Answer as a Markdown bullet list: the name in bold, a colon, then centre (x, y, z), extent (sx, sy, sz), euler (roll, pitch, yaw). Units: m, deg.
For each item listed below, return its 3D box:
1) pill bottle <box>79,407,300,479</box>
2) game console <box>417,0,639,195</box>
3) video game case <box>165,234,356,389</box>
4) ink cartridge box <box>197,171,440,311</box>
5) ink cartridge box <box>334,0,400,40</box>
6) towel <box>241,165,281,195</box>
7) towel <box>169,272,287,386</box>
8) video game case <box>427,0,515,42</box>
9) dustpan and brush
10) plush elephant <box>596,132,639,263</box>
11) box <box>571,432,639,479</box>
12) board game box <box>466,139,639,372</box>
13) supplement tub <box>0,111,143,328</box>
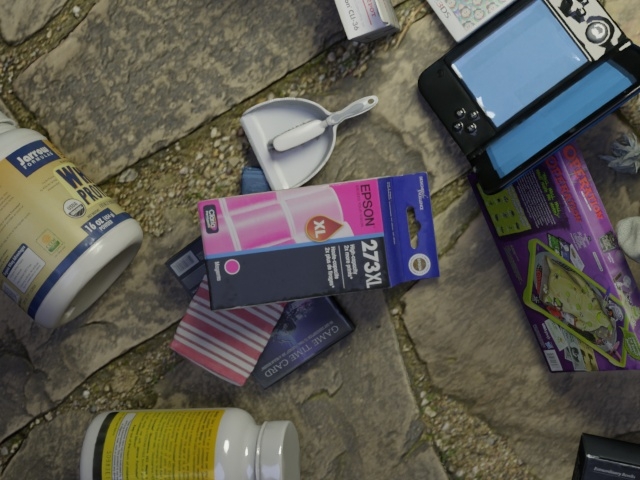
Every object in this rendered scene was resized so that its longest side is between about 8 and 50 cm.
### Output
- **pill bottle**: centre (-0.210, 0.372, 1.612), extent (0.334, 0.188, 0.187), euler (-3, 98, 11)
- **game console**: centre (0.302, -0.236, 1.404), extent (0.293, 0.173, 0.250), euler (-36, 77, 13)
- **video game case**: centre (-0.100, 0.090, 1.612), extent (0.196, 0.026, 0.274), euler (-35, 98, 17)
- **ink cartridge box**: centre (0.000, 0.000, 1.537), extent (0.371, 0.069, 0.175), euler (-8, 94, -3)
- **ink cartridge box**: centre (0.061, -0.358, 1.441), extent (0.067, 0.198, 0.115), euler (-19, 95, 13)
- **towel**: centre (-0.097, -0.062, 1.604), extent (0.067, 0.029, 0.119), euler (3, 99, 10)
- **towel**: centre (-0.148, 0.131, 1.607), extent (0.144, 0.029, 0.197), euler (28, 106, 1)
- **video game case**: centre (0.232, -0.404, 1.483), extent (0.157, 0.019, 0.143), euler (-36, 81, 14)
- **dustpan and brush**: centre (-0.007, -0.179, 1.551), extent (0.211, 0.060, 0.147), euler (-25, 92, -2)
- **plush elephant**: centre (0.553, -0.045, 1.369), extent (0.330, 0.255, 0.271), euler (31, 103, 5)
- **box**: centre (0.470, 0.427, 1.535), extent (0.153, 0.108, 0.207), euler (11, 100, 9)
- **board game box**: centre (0.361, 0.032, 1.458), extent (0.056, 0.208, 0.346), euler (-26, 95, -26)
- **supplement tub**: centre (-0.470, -0.036, 1.575), extent (0.316, 0.228, 0.228), euler (42, 104, 1)
